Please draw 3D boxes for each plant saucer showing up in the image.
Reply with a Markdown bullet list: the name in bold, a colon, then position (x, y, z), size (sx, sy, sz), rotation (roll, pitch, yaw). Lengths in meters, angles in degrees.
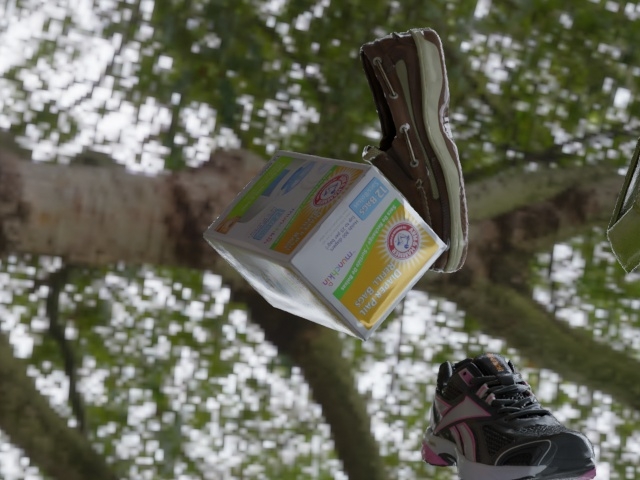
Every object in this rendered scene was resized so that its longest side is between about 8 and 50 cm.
- **plant saucer**: position (0.383, -0.073, 1.798), size (0.188, 0.045, 0.188), rotation (102, 9, -75)

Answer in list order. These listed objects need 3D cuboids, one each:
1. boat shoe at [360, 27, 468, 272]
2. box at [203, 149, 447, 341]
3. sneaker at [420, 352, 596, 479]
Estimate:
- **boat shoe**: position (0.089, -0.090, 1.642), size (0.095, 0.095, 0.257), rotation (154, -73, -79)
- **box**: position (0.000, 0.000, 1.374), size (0.114, 0.103, 0.203), rotation (-49, -157, -11)
- **sneaker**: position (0.110, 0.111, 0.997), size (0.178, 0.072, 0.077), rotation (-179, -92, -65)
